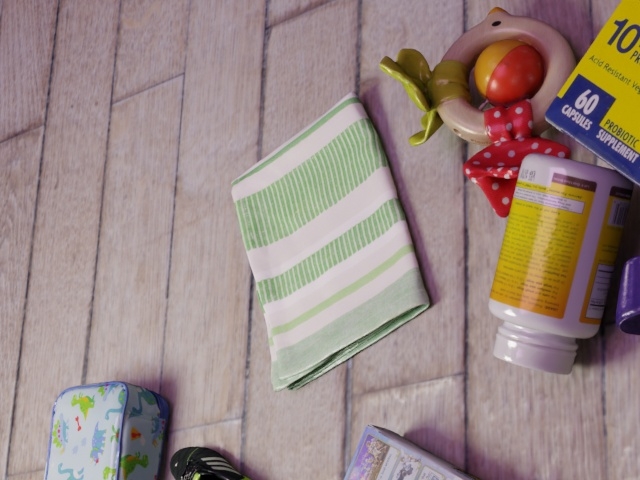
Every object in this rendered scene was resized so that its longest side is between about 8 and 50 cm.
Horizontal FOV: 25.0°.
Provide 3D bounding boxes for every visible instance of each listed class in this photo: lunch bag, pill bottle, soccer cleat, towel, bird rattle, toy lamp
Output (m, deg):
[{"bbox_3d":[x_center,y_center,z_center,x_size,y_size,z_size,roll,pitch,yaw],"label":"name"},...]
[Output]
[{"bbox_3d":[-0.295,0.301,1.936,0.176,0.090,0.219,-13,65,40],"label":"lunch bag"},{"bbox_3d":[0.242,0.024,1.484,0.117,0.117,0.215,17,96,47],"label":"pill bottle"},{"bbox_3d":[-0.140,0.296,1.796,0.179,0.072,0.060,19,88,47],"label":"soccer cleat"},{"bbox_3d":[0.000,0.000,1.805,0.248,0.038,0.324,-35,52,29],"label":"towel"},{"bbox_3d":[0.196,-0.164,1.620,0.207,0.143,0.253,-50,47,-5],"label":"bird rattle"},{"bbox_3d":[0.332,0.146,1.386,0.080,0.080,0.274,-24,59,37],"label":"toy lamp"}]

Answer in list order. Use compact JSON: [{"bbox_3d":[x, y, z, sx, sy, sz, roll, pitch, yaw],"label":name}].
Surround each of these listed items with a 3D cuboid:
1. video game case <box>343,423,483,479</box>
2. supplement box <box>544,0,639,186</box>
[{"bbox_3d":[0.095,0.367,1.543,0.244,0.061,0.269,24,91,46],"label":"video game case"},{"bbox_3d":[0.418,-0.189,1.351,0.356,0.195,0.194,-57,44,11],"label":"supplement box"}]
